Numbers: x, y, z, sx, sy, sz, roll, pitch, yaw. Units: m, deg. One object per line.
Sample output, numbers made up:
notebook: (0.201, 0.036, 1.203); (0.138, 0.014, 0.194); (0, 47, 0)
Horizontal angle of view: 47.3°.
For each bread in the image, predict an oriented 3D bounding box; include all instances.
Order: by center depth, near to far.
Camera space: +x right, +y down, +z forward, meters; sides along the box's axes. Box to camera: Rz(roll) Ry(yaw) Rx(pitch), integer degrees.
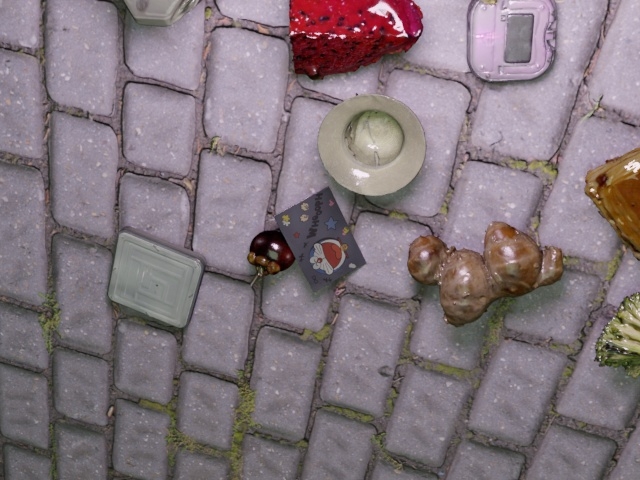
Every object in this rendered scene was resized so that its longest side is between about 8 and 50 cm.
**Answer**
bread: (0.793, -0.120, 1.623); (0.325, 0.167, 0.277); (-31, 107, 36)

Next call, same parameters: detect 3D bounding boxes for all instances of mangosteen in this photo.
mangosteen: (-0.135, 0.041, 1.967); (0.140, 0.140, 0.140); (6, 119, 11)

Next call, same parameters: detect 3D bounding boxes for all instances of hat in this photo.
hat: (0.130, -0.245, 1.748); (0.257, 0.130, 0.257); (6, 118, 11)

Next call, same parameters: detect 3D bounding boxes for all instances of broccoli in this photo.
broccoli: (0.838, 0.251, 1.714); (0.252, 0.361, 0.221); (-25, 106, -15)

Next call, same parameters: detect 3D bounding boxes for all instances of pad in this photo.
pad: (0.000, 0.000, 1.940); (0.170, 0.006, 0.245); (-28, 110, -4)

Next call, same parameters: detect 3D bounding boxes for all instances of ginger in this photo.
ginger: (0.414, 0.075, 1.827); (0.375, 0.176, 0.256); (-15, 97, 21)

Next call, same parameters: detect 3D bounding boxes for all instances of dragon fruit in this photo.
dragon fruit: (0.058, -0.460, 1.593); (0.330, 0.240, 0.302); (16, 139, 14)

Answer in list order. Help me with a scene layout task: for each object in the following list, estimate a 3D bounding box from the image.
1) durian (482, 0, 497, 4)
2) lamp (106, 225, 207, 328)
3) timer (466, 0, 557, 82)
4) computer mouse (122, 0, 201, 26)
durian: (0.259, -0.605, 1.492); (0.306, 0.172, 0.166); (38, 124, -1)
lamp: (-0.485, 0.113, 2.150); (0.269, 0.047, 0.266); (21, 122, 3)
timer: (0.416, -0.450, 1.601); (0.191, 0.069, 0.208); (-1, 116, 12)
computer mouse: (-0.301, -0.674, 1.629); (0.228, 0.145, 0.429); (35, 109, 3)
